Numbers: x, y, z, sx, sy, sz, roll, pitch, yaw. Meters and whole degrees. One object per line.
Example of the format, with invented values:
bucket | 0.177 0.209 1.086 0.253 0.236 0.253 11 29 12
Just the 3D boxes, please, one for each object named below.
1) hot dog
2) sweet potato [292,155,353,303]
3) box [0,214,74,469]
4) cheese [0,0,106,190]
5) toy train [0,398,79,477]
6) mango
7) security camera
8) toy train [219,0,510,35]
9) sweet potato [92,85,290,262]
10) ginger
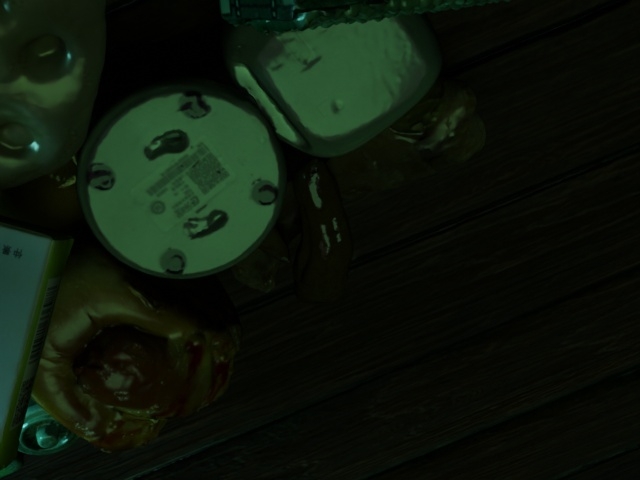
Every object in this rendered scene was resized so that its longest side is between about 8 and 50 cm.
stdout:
hot dog | -0.153 0.086 1.068 0.150 0.153 0.257 -38 172 12
sweet potato | 0.002 0.000 1.088 0.053 0.054 0.182 6 138 4
box | -0.327 0.046 0.928 0.261 0.062 0.175 16 93 3
cheese | -0.251 -0.135 0.876 0.218 0.117 0.235 20 126 -38
toy train | -0.334 0.111 1.112 0.202 0.120 0.301 -22 140 4
mango | -0.217 -0.028 1.033 0.098 0.075 0.190 -1 150 -20
security camera | -0.051 -0.097 0.981 0.301 0.080 0.157 -39 114 0
toy train | 0.046 -0.226 0.864 0.270 0.115 0.154 -13 98 -31
sweet potato | -0.102 -0.063 1.056 0.059 0.069 0.249 -41 131 3
ginger | 0.021 -0.052 1.128 0.131 0.086 0.294 13 138 -46
